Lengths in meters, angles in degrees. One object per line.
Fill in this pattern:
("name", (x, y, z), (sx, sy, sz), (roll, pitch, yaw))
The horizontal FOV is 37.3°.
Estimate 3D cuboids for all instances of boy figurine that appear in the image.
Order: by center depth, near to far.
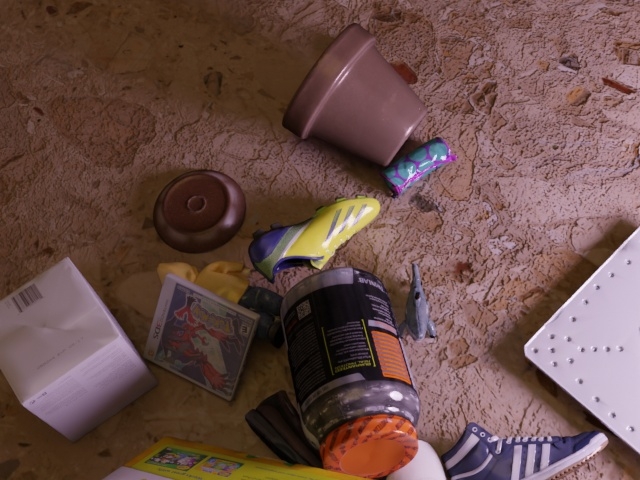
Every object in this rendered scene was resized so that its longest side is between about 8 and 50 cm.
("boy figurine", (-0.195, 0.120, 1.841), (0.285, 0.092, 0.177), (18, 71, 16))

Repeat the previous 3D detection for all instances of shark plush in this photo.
("shark plush", (0.192, 0.121, 1.810), (0.073, 0.067, 0.161), (9, 66, 11))

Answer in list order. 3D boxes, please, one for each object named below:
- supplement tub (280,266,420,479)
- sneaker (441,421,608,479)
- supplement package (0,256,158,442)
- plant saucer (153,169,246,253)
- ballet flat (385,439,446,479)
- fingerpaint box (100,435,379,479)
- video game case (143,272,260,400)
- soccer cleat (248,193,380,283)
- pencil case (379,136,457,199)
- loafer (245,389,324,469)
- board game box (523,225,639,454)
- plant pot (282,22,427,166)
("supplement tub", (0.053, 0.231, 1.661), (0.207, 0.207, 0.338), (-13, 50, 0))
("sneaker", (0.348, 0.364, 1.658), (0.282, 0.099, 0.153), (-27, 66, -4))
("supplement package", (-0.457, 0.205, 1.732), (0.199, 0.262, 0.198), (-35, 65, -11))
("plant saucer", (-0.255, -0.069, 1.971), (0.199, 0.036, 0.198), (-2, 65, 5))
("ballet flat", (0.151, 0.530, 1.572), (0.139, 0.139, 0.400), (16, 69, 13))
("fingerpaint box", (-0.161, 0.480, 1.450), (0.445, 0.371, 0.163), (5, 105, 26))
("video game case", (-0.227, 0.182, 1.789), (0.201, 0.023, 0.183), (24, 110, 15))
("soccer cleat", (-0.001, 0.001, 1.862), (0.289, 0.093, 0.121), (-22, 65, -19))
("pencil case", (0.198, -0.151, 1.943), (0.152, 0.064, 0.070), (-34, 49, -9))
("loafer", (-0.004, 0.382, 1.688), (0.302, 0.109, 0.095), (38, 70, 24))
("board game box", (0.640, 0.203, 1.730), (0.390, 0.050, 0.390), (-43, 68, -14))
("plant pot", (0.085, -0.273, 1.938), (0.229, 0.263, 0.263), (37, 72, 1))
